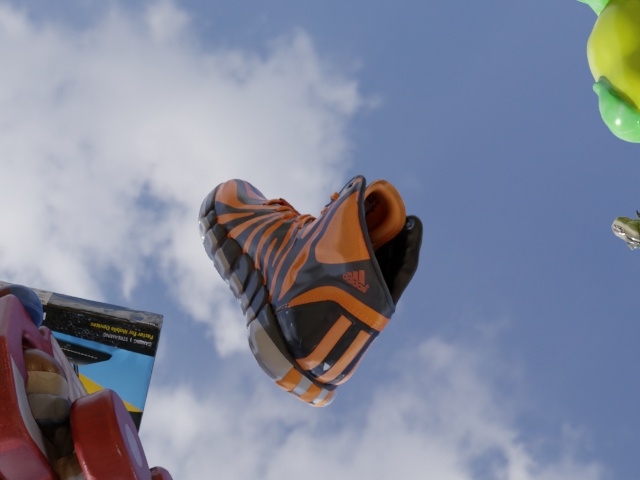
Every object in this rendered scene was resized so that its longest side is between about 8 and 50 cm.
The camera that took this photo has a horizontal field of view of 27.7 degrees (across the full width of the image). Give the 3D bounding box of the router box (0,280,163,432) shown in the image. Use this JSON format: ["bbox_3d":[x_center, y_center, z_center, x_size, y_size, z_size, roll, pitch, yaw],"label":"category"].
[{"bbox_3d":[-0.262,0.125,1.334,0.179,0.133,0.046,12,-164,-5],"label":"router box"}]

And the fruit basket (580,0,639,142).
[{"bbox_3d":[0.430,-0.273,1.572,0.392,0.283,0.392,-1,-95,6],"label":"fruit basket"}]

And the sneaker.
[{"bbox_3d":[0.000,0.000,1.215,0.124,0.180,0.321,31,-163,-37],"label":"sneaker"}]

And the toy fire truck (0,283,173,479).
[{"bbox_3d":[-0.233,0.173,1.109,0.169,0.302,0.254,-22,-133,-2],"label":"toy fire truck"}]

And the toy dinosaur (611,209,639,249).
[{"bbox_3d":[0.416,-0.021,1.487,0.064,0.118,0.268,-12,-165,-10],"label":"toy dinosaur"}]
